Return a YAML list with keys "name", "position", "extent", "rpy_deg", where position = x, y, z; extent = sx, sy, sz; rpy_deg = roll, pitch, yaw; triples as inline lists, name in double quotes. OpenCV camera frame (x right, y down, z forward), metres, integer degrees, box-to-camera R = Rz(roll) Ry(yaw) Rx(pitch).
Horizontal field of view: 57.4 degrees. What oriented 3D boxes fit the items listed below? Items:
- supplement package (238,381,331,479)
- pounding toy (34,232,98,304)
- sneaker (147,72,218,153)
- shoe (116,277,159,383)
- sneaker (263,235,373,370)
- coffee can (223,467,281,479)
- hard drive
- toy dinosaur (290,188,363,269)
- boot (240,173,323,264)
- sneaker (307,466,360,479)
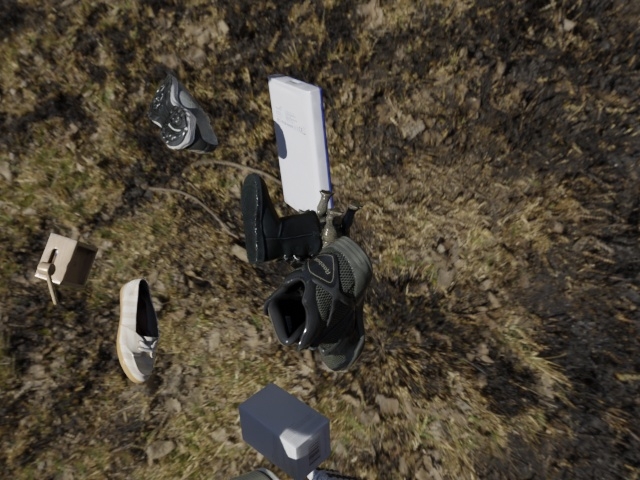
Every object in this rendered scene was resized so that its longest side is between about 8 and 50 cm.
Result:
- name: "supplement package"
  position: [-0.076, 0.404, 1.246]
  extent: [0.179, 0.105, 0.105]
  rpy_deg: [23, 38, 38]
- name: "pounding toy"
  position: [-0.724, 0.076, 1.594]
  extent: [0.094, 0.206, 0.181]
  rpy_deg: [16, 81, 8]
- name: "sneaker"
  position: [-0.302, -0.271, 1.282]
  extent: [0.100, 0.108, 0.271]
  rpy_deg: [-51, 45, 21]
- name: "shoe"
  position: [-0.374, 0.182, 1.206]
  extent: [0.058, 0.077, 0.219]
  rpy_deg: [-23, 68, 31]
- name: "sneaker"
  position: [-0.008, 0.104, 0.727]
  extent: [0.130, 0.227, 0.087]
  rpy_deg: [-28, 56, -23]
- name: "coffee can"
  position: [-0.200, 0.539, 1.028]
  extent: [0.275, 0.201, 0.201]
  rpy_deg: [-3, 76, -37]
- name: "hard drive"
  position: [-0.044, -0.209, 1.357]
  extent: [0.040, 0.210, 0.318]
  rpy_deg: [-20, 121, -23]
- name: "toy dinosaur"
  position: [0.000, 0.000, 1.146]
  extent: [0.121, 0.313, 0.160]
  rpy_deg: [18, 118, 14]
- name: "boot"
  position: [-0.047, -0.025, 0.746]
  extent: [0.099, 0.045, 0.121]
  rpy_deg: [-5, 92, -33]
- name: "sneaker"
  position: [0.031, 0.677, 1.556]
  extent: [0.110, 0.292, 0.118]
  rpy_deg: [16, 71, -11]
